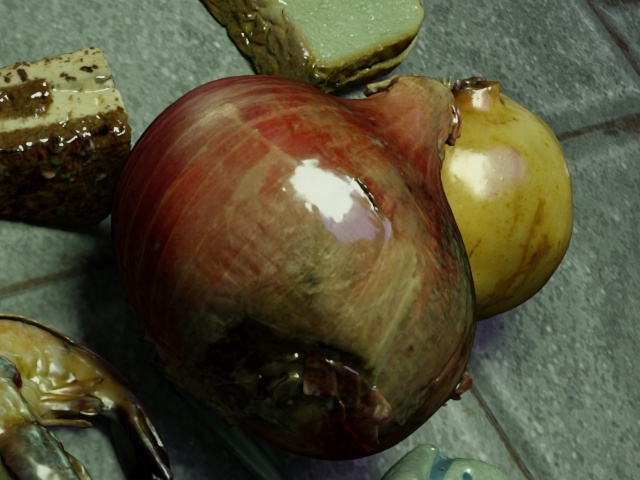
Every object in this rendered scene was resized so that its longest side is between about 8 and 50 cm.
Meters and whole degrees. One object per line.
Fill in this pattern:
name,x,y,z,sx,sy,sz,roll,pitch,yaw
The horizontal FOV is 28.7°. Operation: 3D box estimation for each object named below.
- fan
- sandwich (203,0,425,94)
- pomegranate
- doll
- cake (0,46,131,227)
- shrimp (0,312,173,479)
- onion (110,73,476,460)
fan,-0.049,0.193,1.109,0.282,0.023,0.057,48,31,1
sandwich,-0.027,-0.302,1.475,0.288,0.099,0.254,52,46,5
pomegranate,0.142,-0.043,1.286,0.264,0.264,0.264,24,45,-26
doll,0.148,0.260,1.196,0.214,0.071,0.103,25,36,-15
cake,-0.291,-0.071,1.093,0.246,0.135,0.112,-13,55,-14
shrimp,-0.188,0.174,0.971,0.289,0.075,0.178,48,35,21
onion,-0.020,0.025,1.065,0.353,0.353,0.354,24,45,-26
